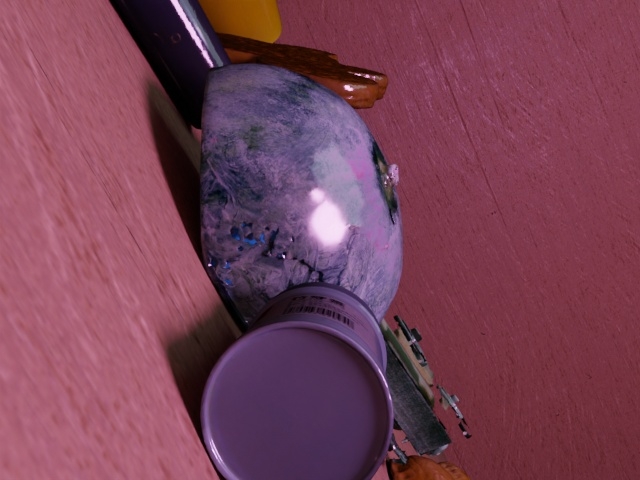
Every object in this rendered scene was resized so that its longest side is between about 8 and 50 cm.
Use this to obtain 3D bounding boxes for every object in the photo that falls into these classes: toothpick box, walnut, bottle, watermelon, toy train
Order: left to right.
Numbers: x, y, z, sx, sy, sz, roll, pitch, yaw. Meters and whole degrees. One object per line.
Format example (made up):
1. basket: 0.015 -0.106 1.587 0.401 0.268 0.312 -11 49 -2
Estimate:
1. bottle: -0.157 -0.229 0.605 0.244 0.072 0.082 61 0 -36
2. toothpick box: -0.173 -0.450 1.061 0.175 0.175 0.271 -111 177 -51
3. toothpick box: -0.008 0.084 0.384 0.101 0.101 0.153 64 5 -1
4. watermelon: 0.006 -0.003 0.559 0.321 0.175 0.188 60 5 -33
5. toy train: 0.100 0.177 0.860 0.307 0.127 0.189 55 10 -34
6. walnut: 0.170 0.386 0.862 0.167 0.087 0.211 55 9 -41

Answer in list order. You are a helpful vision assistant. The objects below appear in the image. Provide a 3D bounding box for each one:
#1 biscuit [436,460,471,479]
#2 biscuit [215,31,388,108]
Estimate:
1. biscuit: 0.256 0.505 1.032 0.213 0.091 0.274 86 -14 -63
2. biscuit: -0.048 -0.233 0.878 0.432 0.283 0.064 -128 -134 -59
